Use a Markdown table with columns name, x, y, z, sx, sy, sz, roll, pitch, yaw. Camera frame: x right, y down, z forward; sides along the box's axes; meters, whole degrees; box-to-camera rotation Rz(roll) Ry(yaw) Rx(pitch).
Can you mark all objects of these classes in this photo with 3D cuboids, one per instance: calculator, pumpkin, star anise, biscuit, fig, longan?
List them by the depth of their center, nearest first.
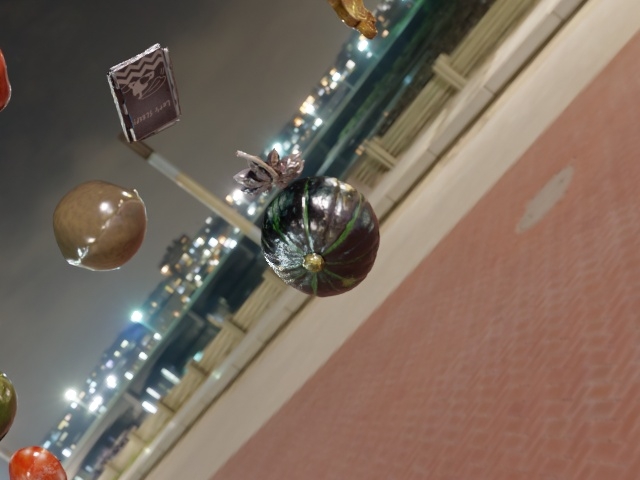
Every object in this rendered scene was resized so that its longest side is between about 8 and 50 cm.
| name | x | y | z | sx | sy | sz | roll | pitch | yaw |
| --- | --- | --- | --- | --- | --- | --- | --- | --- | --- |
| fig | -0.743 | 0.392 | 1.764 | 0.195 | 0.195 | 0.244 | -49 | 41 | 43 |
| biscuit | 0.060 | -0.571 | 1.993 | 0.039 | 0.180 | 0.236 | -43 | 46 | 28 |
| pumpkin | 0.000 | 0.000 | 2.016 | 0.315 | 0.315 | 0.238 | -49 | 14 | 38 |
| calculator | -0.433 | -0.359 | 2.074 | 0.166 | 0.028 | 0.274 | -32 | -28 | -19 |
| star anise | -0.152 | -0.196 | 2.411 | 0.230 | 0.081 | 0.262 | -25 | -23 | 22 |
| longan | -0.668 | -0.053 | 2.524 | 0.288 | 0.288 | 0.350 | -52 | 25 | 7 |

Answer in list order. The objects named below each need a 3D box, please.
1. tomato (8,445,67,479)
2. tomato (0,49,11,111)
| name | x | y | z | sx | sy | sz | roll | pitch | yaw |
| --- | --- | --- | --- | --- | --- | --- | --- | --- | --- |
| tomato | -0.772 | 0.635 | 2.216 | 0.082 | 0.166 | 0.174 | -69 | -27 | -56 |
| tomato | -0.728 | -0.348 | 1.722 | 0.136 | 0.195 | 0.195 | -22 | -12 | -29 |
